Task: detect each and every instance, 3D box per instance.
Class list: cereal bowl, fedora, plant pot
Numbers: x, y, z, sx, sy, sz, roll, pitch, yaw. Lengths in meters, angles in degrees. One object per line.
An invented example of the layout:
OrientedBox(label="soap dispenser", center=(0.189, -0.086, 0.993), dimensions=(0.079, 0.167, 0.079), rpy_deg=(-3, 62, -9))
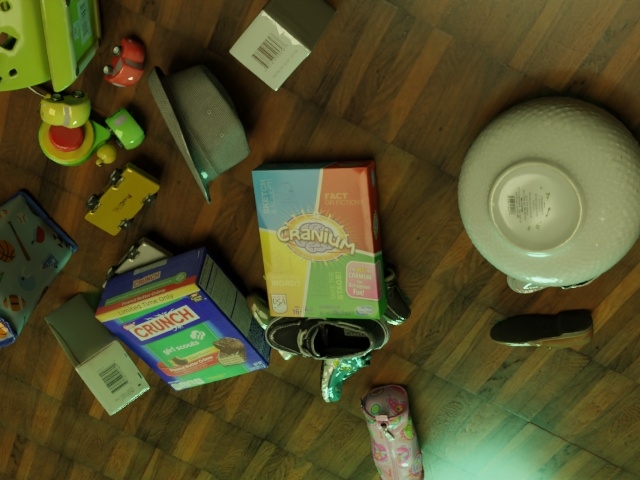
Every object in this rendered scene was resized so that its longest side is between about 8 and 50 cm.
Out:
OrientedBox(label="cereal bowl", center=(0.390, -0.072, 1.490), dimensions=(0.339, 0.141, 0.339), rpy_deg=(9, 111, 25))
OrientedBox(label="fedora", center=(-0.215, -0.220, 1.625), dimensions=(0.124, 0.244, 0.275), rpy_deg=(-25, 109, 0))
OrientedBox(label="plant pot", center=(-0.523, -0.406, 1.556), dimensions=(0.207, 0.227, 0.228), rpy_deg=(7, 128, 4))

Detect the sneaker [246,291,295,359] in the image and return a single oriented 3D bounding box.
OrientedBox(label="sneaker", center=(-0.086, 0.183, 1.971), dimensions=(0.086, 0.064, 0.192), rpy_deg=(-24, 113, 17))

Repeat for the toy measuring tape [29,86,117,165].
OrientedBox(label="toy measuring tape", center=(-0.569, -0.242, 1.756), dimensions=(0.330, 0.121, 0.121), rpy_deg=(31, 129, -6))

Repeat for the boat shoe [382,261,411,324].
OrientedBox(label="boat shoe", center=(0.125, 0.086, 1.810), dimensions=(0.073, 0.080, 0.223), rpy_deg=(-28, 110, 38))

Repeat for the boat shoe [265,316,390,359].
OrientedBox(label="boat shoe", center=(-0.004, 0.208, 1.837), dimensions=(0.301, 0.102, 0.108), rpy_deg=(-1, 104, 30))

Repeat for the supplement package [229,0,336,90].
OrientedBox(label="supplement package", center=(-0.061, -0.357, 1.463), dimensions=(0.105, 0.179, 0.105), rpy_deg=(38, 128, -12))

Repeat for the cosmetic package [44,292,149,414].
OrientedBox(label="cosmetic package", center=(-0.530, 0.261, 2.021), dimensions=(0.309, 0.113, 0.160), rpy_deg=(28, 150, 56))

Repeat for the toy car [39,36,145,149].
OrientedBox(label="toy car", center=(-0.402, -0.252, 1.686), dimensions=(0.053, 0.239, 0.225), rpy_deg=(45, 170, 35))

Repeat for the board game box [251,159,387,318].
OrientedBox(label="board game box", center=(0.000, 0.000, 1.736), dimensions=(0.242, 0.064, 0.317), rpy_deg=(-1, 108, 18))

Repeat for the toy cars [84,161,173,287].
OrientedBox(label="toy cars", center=(-0.415, -0.025, 1.899), dimensions=(0.176, 0.087, 0.394), rpy_deg=(1, 132, 3))

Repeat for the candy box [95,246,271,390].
OrientedBox(label="candy box", center=(-0.298, 0.187, 1.947), dimensions=(0.268, 0.122, 0.317), rpy_deg=(-18, 130, 22))

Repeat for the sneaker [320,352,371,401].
OrientedBox(label="sneaker", center=(0.060, 0.275, 1.967), dimensions=(0.110, 0.107, 0.275), rpy_deg=(11, 129, -2))

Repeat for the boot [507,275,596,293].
OrientedBox(label="boot", center=(0.453, 0.049, 1.645), dimensions=(0.095, 0.123, 0.258), rpy_deg=(36, 129, -11))

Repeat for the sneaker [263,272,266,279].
OrientedBox(label="sneaker", center=(-0.010, 0.099, 1.874), dimensions=(0.234, 0.084, 0.097), rpy_deg=(21, 140, 10))

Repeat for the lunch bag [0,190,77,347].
OrientedBox(label="lunch bag", center=(-0.799, 0.116, 1.976), dimensions=(0.385, 0.328, 0.239), rpy_deg=(-22, 119, 29))

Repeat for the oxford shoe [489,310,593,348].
OrientedBox(label="oxford shoe", center=(0.463, 0.202, 1.796), dimensions=(0.212, 0.076, 0.076), rpy_deg=(-5, 135, 22))

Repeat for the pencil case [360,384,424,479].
OrientedBox(label="pencil case", center=(0.175, 0.480, 2.071), dimensions=(0.124, 0.124, 0.284), rpy_deg=(0, 127, 18))
